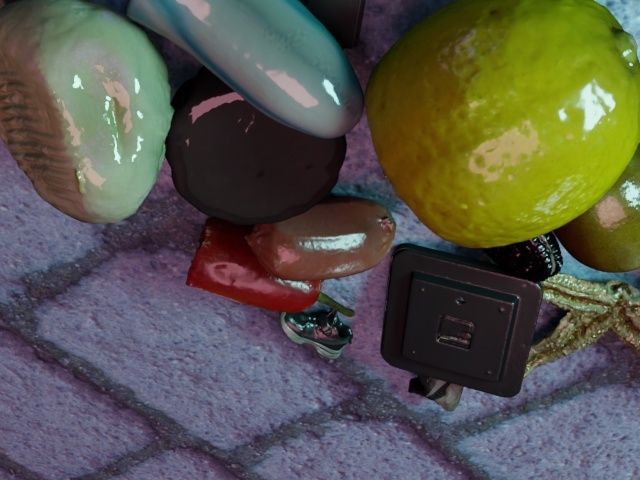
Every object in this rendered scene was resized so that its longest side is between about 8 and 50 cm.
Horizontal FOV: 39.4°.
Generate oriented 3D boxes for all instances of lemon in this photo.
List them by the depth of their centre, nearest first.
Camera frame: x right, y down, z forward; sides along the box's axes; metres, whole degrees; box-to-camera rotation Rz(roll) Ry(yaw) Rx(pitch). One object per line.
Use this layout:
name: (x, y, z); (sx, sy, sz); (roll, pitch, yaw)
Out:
lemon: (0.265, -0.177, 1.182); (0.364, 0.364, 0.364); (3, 135, 4)

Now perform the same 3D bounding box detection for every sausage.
sausage: (0.000, 0.000, 1.515); (0.255, 0.148, 0.148); (1, 138, -20)

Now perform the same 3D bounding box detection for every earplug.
earplug: (-0.077, -0.257, 1.186); (0.324, 0.185, 0.185); (43, 128, -6)

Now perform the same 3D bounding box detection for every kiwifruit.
kiwifruit: (0.442, -0.064, 1.380); (0.196, 0.196, 0.234); (-24, 122, 28)

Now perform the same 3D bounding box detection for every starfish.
starfish: (0.494, 0.160, 1.673); (0.432, 0.082, 0.324); (7, 137, 5)

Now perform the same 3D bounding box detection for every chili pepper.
chili pepper: (-0.065, 0.067, 1.613); (0.338, 0.134, 0.131); (21, 119, -11)

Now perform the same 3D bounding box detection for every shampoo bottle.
shampoo bottle: (0.027, -0.357, 1.215); (0.080, 0.079, 0.246); (9, 135, -1)

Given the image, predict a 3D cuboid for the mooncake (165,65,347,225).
mooncake: (-0.101, -0.162, 1.384); (0.283, 0.141, 0.283); (-2, 130, -2)

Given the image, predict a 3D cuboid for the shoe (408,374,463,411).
shoe: (0.238, 0.257, 1.796); (0.112, 0.099, 0.227); (9, 136, 9)

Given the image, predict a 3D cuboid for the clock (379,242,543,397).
clock: (0.250, 0.154, 1.636); (0.279, 0.049, 0.273); (13, 123, 16)

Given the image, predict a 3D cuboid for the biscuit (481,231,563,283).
biscuit: (0.316, -0.006, 1.477); (0.053, 0.194, 0.194); (-42, 130, -14)

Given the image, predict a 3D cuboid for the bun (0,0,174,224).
bun: (-0.339, -0.193, 1.294); (0.213, 0.361, 0.361); (-25, 146, -31)

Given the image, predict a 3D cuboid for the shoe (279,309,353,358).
shoe: (0.002, 0.164, 1.749); (0.169, 0.071, 0.099); (32, 127, -28)

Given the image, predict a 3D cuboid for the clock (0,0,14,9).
clock: (-0.574, -0.352, 1.330); (0.235, 0.029, 0.235); (4, 135, 4)
